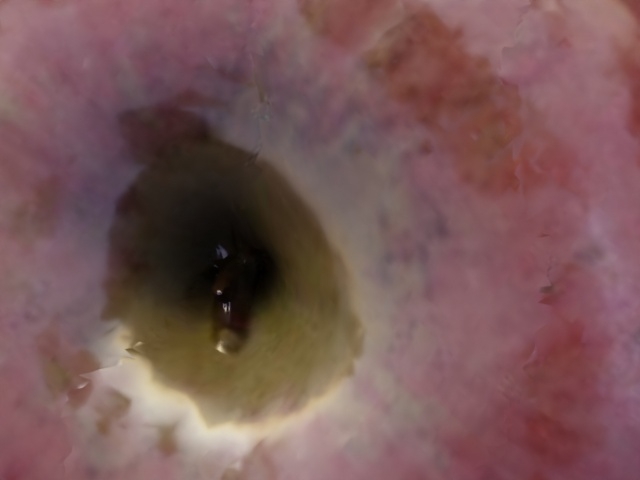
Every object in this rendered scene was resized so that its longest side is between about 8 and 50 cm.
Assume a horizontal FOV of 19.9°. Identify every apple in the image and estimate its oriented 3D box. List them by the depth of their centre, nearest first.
[{"bbox_3d":[0.000,0.000,0.602,0.345,0.269,0.344,1,93,17],"label":"apple"}]
